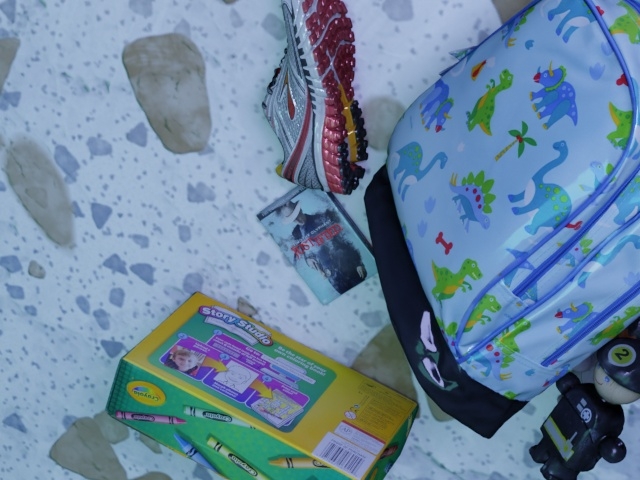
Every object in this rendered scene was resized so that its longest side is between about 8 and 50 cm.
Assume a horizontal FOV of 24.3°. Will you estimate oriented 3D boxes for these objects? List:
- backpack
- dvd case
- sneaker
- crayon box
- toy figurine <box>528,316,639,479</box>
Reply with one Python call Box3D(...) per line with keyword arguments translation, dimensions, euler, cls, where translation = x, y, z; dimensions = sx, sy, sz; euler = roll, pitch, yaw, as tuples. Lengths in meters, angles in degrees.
Box3D(translation=(0.203, -0.052, 1.259), dimensions=(0.356, 0.290, 0.273), euler=(-28, 138, 21), cls="backpack")
Box3D(translation=(0.000, 0.000, 1.522), dimensions=(0.087, 0.013, 0.119), euler=(-32, 96, 32), cls="dvd case")
Box3D(translation=(-0.019, -0.149, 1.420), dimensions=(0.093, 0.088, 0.225), euler=(4, 114, 24), cls="sneaker")
Box3D(translation=(-0.058, 0.173, 1.537), dimensions=(0.278, 0.165, 0.081), euler=(26, 121, 12), cls="crayon box")
Box3D(translation=(0.314, 0.163, 1.339), dimensions=(0.213, 0.209, 0.148), euler=(34, 115, 8), cls="toy figurine")
